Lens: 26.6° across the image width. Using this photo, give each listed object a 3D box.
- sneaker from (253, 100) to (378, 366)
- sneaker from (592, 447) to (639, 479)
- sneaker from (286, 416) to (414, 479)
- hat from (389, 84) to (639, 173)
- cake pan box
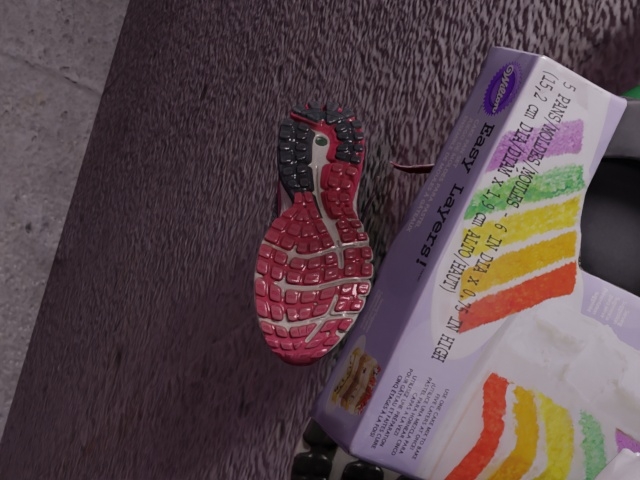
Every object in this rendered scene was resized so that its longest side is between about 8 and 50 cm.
[{"bbox_3d":[0.000,0.000,1.437,0.112,0.120,0.299,94,-176,-58],"label":"sneaker"},{"bbox_3d":[0.156,0.185,0.737,0.366,0.210,0.137,-66,22,0],"label":"sneaker"},{"bbox_3d":[0.020,0.224,1.124,0.410,0.158,0.182,-58,5,6],"label":"sneaker"},{"bbox_3d":[0.199,-0.084,0.948,0.208,0.183,0.173,-61,23,11],"label":"hat"},{"bbox_3d":[0.159,0.042,0.833,0.267,0.245,0.070,-63,26,2],"label":"cake pan box"}]
